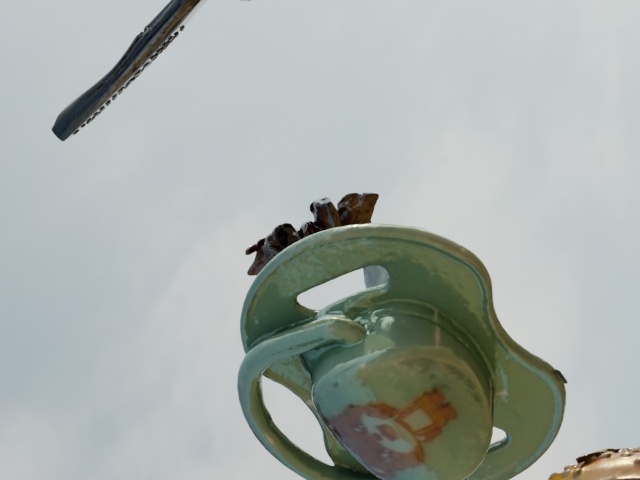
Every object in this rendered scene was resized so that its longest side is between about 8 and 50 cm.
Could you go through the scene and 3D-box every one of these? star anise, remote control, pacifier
[{"bbox_3d":[0.000,0.000,1.639,0.168,0.168,0.057,8,-126,-53],"label":"star anise"},{"bbox_3d":[-0.164,-0.161,1.328,0.028,0.212,0.059,45,-150,-9],"label":"remote control"},{"bbox_3d":[0.068,0.094,1.422,0.343,0.288,0.269,57,-157,-29],"label":"pacifier"}]

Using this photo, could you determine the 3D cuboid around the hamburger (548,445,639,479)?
[{"bbox_3d":[0.254,0.238,1.105,0.237,0.237,0.147,61,-147,-33],"label":"hamburger"}]
